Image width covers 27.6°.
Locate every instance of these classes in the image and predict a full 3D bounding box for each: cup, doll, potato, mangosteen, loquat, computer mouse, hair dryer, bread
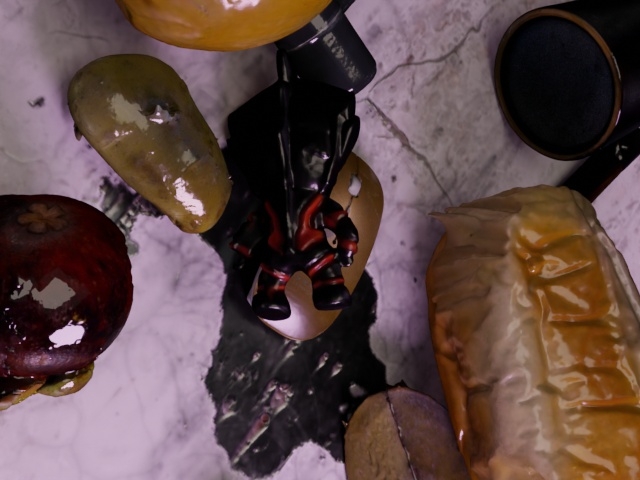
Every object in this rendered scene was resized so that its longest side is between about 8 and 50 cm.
[{"bbox_3d":[0.297,-0.166,1.446,0.177,0.239,0.166,-24,61,-38],"label":"cup"},{"bbox_3d":[-0.025,-0.053,1.200,0.127,0.088,0.248,-5,76,-11],"label":"doll"},{"bbox_3d":[0.111,0.261,1.315,0.138,0.098,0.243,-6,77,-46],"label":"potato"},{"bbox_3d":[-0.233,0.054,1.045,0.166,0.166,0.180,-17,124,-34],"label":"mangosteen"},{"bbox_3d":[-0.082,-0.274,1.103,0.244,0.244,0.243,0,89,-35],"label":"loquat"},{"bbox_3d":[-0.142,-0.087,1.146,0.105,0.085,0.188,-46,119,-24],"label":"potato"},{"bbox_3d":[0.001,0.000,1.269,0.102,0.045,0.199,38,69,-31],"label":"computer mouse"},{"bbox_3d":[0.032,-0.244,1.288,0.124,0.071,0.219,52,54,-25],"label":"hair dryer"},{"bbox_3d":[0.237,0.139,1.317,0.236,0.183,0.388,-3,78,-25],"label":"bread"}]
